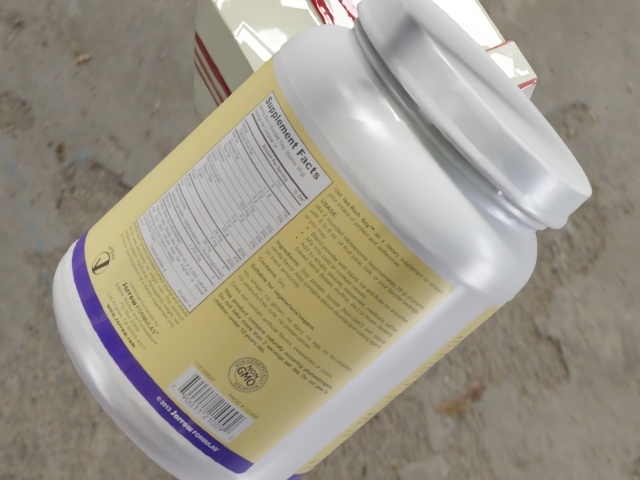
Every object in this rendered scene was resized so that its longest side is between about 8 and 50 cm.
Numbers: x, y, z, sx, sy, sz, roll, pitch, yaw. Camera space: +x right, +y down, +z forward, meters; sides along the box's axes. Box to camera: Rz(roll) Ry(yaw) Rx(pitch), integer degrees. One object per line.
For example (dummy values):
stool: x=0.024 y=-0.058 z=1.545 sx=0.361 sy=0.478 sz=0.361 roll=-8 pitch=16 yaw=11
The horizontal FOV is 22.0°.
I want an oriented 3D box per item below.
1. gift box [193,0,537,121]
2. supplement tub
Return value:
gift box: x=0.044 y=-0.114 z=1.519 sx=0.255 sy=0.276 sz=0.258 roll=-25 pitch=66 yaw=-12
supplement tub: x=0.000 y=0.000 z=1.167 sx=0.331 sy=0.241 sz=0.241 roll=-42 pitch=101 yaw=15
